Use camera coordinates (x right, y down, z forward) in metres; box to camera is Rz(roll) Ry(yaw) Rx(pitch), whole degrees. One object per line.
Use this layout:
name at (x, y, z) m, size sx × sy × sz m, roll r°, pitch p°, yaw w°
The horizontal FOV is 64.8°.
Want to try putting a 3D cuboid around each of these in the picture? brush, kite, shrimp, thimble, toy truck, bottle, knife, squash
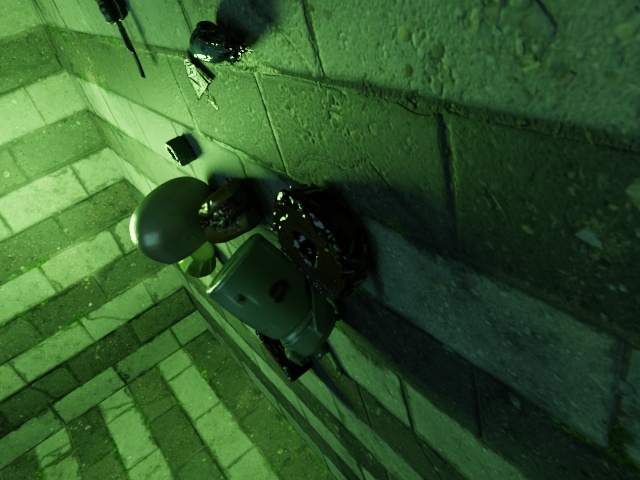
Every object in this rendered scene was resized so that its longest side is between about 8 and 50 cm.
brush at (-0.580, -0.622, 1.472) m, size 0.084 × 0.071 × 0.301 m, roll 45°, pitch 158°, yaw 56°
kite at (-0.304, -0.397, 1.271) m, size 0.159 × 0.010 × 0.190 m, roll 60°, pitch 160°, yaw -13°
shrimp at (-0.188, -0.377, 0.975) m, size 0.232 × 0.079 × 0.090 m, roll 31°, pitch -177°, yaw 43°
thimble at (-0.469, -0.296, 1.689) m, size 0.110 × 0.062 × 0.084 m, roll 51°, pitch 158°, yaw 16°
toy truck at (-0.147, 0.417, 1.941) m, size 0.253 × 0.107 × 0.114 m, roll 51°, pitch 157°, yaw 13°
bottle at (-0.093, 0.156, 1.316) m, size 0.351 × 0.229 × 0.229 m, roll 39°, pitch 161°, yaw -11°
knife at (0.000, 0.314, 1.608) m, size 0.293 × 0.019 × 0.043 m, roll 60°, pitch 156°, yaw -12°
squash at (-0.539, 0.072, 2.237) m, size 0.170 × 0.170 × 0.123 m, roll 50°, pitch 146°, yaw 15°

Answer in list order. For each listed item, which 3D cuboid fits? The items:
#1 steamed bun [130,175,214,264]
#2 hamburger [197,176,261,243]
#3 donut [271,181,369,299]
steamed bun at (-0.495, -0.082, 1.695) m, size 0.206 × 0.324 × 0.324 m, roll 53°, pitch 162°, yaw -27°
hamburger at (-0.268, -0.078, 1.440) m, size 0.155 × 0.245 × 0.282 m, roll 55°, pitch -157°, yaw -9°
donut at (0.000, 0.000, 1.059) m, size 0.269 × 0.103 × 0.270 m, roll 42°, pitch 153°, yaw 28°
